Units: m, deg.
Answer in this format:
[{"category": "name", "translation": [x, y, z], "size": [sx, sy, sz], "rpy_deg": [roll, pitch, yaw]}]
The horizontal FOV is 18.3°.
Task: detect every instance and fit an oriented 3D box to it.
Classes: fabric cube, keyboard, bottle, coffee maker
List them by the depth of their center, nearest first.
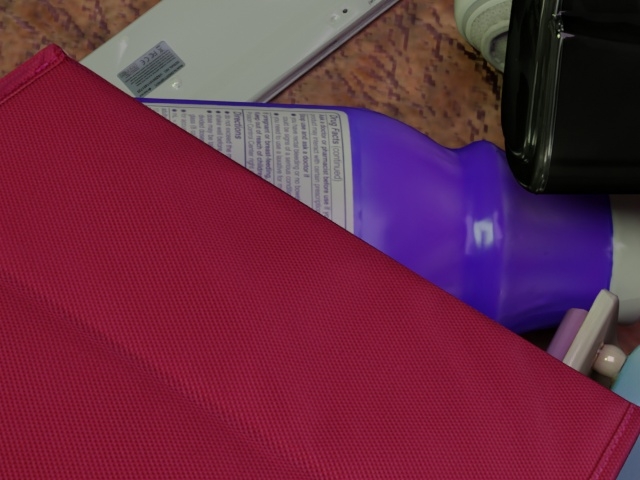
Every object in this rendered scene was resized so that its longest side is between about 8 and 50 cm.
[{"category": "fabric cube", "translation": [-0.086, 0.135, 0.678], "size": [0.258, 0.254, 0.259], "rpy_deg": [33, 36, 7]}, {"category": "coffee maker", "translation": [0.166, -0.053, 0.797], "size": [0.178, 0.120, 0.171], "rpy_deg": [2, 80, -2]}, {"category": "bottle", "translation": [0.000, 0.000, 0.860], "size": [0.283, 0.092, 0.118], "rpy_deg": [1, 73, -8]}, {"category": "keyboard", "translation": [-0.073, -0.072, 0.932], "size": [0.256, 0.014, 0.072], "rpy_deg": [-39, 72, -16]}]

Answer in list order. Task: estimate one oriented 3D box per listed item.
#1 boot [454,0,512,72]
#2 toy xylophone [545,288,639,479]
[{"category": "boot", "translation": [0.184, -0.054, 0.894], "size": [0.258, 0.095, 0.123], "rpy_deg": [8, 63, -2]}, {"category": "toy xylophone", "translation": [0.205, 0.173, 0.816], "size": [0.323, 0.081, 0.236], "rpy_deg": [21, 71, 0]}]
